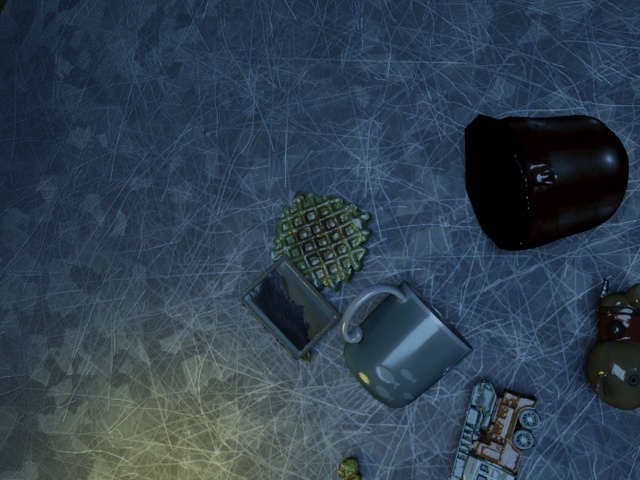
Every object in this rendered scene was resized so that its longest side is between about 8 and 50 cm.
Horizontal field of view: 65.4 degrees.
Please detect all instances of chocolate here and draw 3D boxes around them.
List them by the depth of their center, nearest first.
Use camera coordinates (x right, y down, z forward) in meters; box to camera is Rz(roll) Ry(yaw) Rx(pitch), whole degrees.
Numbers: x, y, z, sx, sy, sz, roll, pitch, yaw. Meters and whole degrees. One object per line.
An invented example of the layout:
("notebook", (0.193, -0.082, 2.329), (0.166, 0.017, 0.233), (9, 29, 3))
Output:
("chocolate", (0.603, -0.180, 1.310), (0.332, 0.383, 0.383), (-18, 81, -3))

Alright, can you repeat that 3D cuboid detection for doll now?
("doll", (0.793, 0.271, 1.303), (0.174, 0.235, 0.329), (-1, 72, 54))

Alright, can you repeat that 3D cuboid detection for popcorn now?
("popcorn", (0.089, 0.679, 1.462), (0.083, 0.059, 0.068), (41, 94, 4))

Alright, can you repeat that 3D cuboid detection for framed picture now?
("framed picture", (-0.089, 0.201, 1.485), (0.192, 0.018, 0.265), (-44, 99, -12))

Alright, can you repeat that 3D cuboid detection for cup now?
("cup", (0.192, 0.266, 1.345), (0.274, 0.259, 0.357), (-47, 119, 7))

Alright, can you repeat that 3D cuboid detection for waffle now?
("waffle", (0.000, 0.000, 1.545), (0.310, 0.056, 0.291), (19, 89, 13))

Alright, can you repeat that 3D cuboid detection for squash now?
("squash", (-0.082, 0.272, 1.529), (0.094, 0.094, 0.224), (-24, 87, 8))

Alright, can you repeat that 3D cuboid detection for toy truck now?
("toy truck", (0.468, 0.565, 1.364), (0.185, 0.133, 0.338), (18, 86, 22))
